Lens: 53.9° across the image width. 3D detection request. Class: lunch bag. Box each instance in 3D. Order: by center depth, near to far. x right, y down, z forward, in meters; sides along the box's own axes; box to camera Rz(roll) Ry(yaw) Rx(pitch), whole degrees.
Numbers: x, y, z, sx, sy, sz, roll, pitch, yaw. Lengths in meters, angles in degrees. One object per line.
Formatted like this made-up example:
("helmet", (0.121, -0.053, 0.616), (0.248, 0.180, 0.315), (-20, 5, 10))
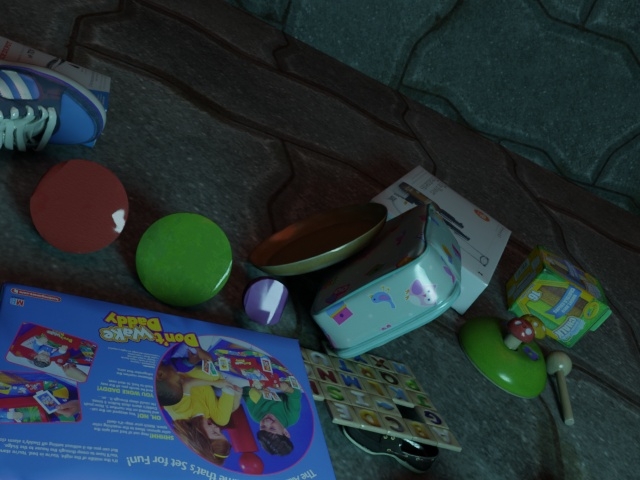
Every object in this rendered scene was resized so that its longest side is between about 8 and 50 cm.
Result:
("lunch bag", (0.100, 0.057, 0.969), (0.108, 0.224, 0.279), (54, 20, -9))

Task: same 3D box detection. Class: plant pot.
("plant pot", (0.000, 0.000, 1.015), (0.032, 0.236, 0.236), (69, 23, -16))

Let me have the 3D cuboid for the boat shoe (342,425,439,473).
("boat shoe", (0.092, 0.260, 0.826), (0.133, 0.042, 0.049), (26, 31, -8))

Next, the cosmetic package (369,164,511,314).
("cosmetic package", (0.262, -0.020, 1.403), (0.284, 0.097, 0.377), (39, 28, 7))

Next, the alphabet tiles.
("alphabet tiles", (0.059, 0.202, 0.873), (0.237, 0.009, 0.198), (20, 17, -22))

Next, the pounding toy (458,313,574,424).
("pounding toy", (0.382, 0.196, 1.151), (0.237, 0.110, 0.183), (30, 28, -3))

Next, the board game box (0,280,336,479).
("board game box", (-0.166, 0.181, 0.650), (0.347, 0.078, 0.233), (17, 31, -27))

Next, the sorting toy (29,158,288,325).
("sorting toy", (-0.215, 0.010, 0.892), (0.365, 0.127, 0.126), (28, -2, -13))

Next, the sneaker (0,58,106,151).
("sneaker", (-0.458, -0.149, 0.862), (0.323, 0.130, 0.236), (18, 40, -34))

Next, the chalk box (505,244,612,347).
("chalk box", (0.535, 0.133, 1.387), (0.213, 0.132, 0.132), (30, 27, -1))

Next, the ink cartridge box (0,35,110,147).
("ink cartridge box", (-0.458, -0.247, 1.049), (0.191, 0.082, 0.139), (18, 30, -27))
